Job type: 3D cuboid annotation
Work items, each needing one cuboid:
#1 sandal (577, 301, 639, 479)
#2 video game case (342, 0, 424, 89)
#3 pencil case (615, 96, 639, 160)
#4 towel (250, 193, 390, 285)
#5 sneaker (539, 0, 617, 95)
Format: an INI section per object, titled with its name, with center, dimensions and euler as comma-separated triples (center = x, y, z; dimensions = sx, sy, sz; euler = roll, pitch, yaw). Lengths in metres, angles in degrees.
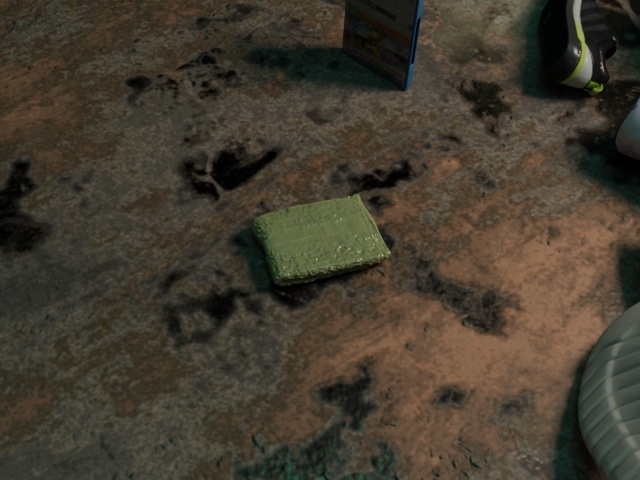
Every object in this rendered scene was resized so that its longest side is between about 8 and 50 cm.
[sandal]
center = 0.358, 0.211, 1.035
dimensions = 0.169, 0.102, 0.416
euler = -35, 25, 20
[video game case]
center = 0.082, -0.294, 1.426
dimensions = 0.119, 0.166, 0.015
euler = 35, 57, 23
[pencil case]
center = 0.507, -0.098, 1.328
dimensions = 0.273, 0.113, 0.124
euler = 37, 14, 25
[towel]
center = 0.000, 0.000, 1.269
dimensions = 0.148, 0.027, 0.110
euler = -13, 53, -16
[sneaker]
center = 0.372, -0.289, 1.516
dimensions = 0.097, 0.084, 0.235
euler = 25, 50, -14
